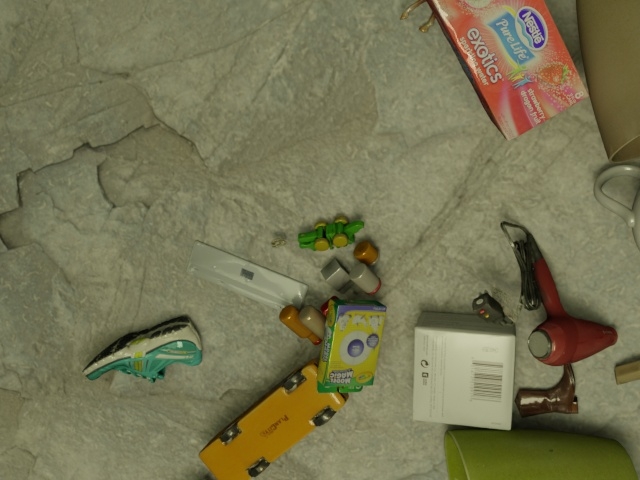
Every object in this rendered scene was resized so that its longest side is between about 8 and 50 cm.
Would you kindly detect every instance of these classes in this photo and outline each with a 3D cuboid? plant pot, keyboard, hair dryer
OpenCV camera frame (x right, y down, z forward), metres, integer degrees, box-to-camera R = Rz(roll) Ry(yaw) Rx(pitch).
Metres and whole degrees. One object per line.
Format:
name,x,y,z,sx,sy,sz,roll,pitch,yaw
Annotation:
plant pot,0.399,0.448,1.291,0.293,0.275,0.275,-11,96,-1
plant pot,0.522,-0.302,1.144,0.256,0.256,0.274,-25,77,17
keyboard,-0.152,0.078,1.480,0.256,0.014,0.072,21,98,10
hair dryer,0.412,0.109,1.268,0.293,0.224,0.080,38,150,-14

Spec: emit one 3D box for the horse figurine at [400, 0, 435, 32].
horse figurine,0.158,-0.485,1.283,0.263,0.066,0.174,33,110,8

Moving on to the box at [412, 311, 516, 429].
box,0.266,0.236,1.342,0.182,0.119,0.181,3,100,14

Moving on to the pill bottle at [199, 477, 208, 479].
pill bottle,-0.200,0.647,1.504,0.160,0.160,0.283,-41,88,16

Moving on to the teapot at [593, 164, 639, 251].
teapot,0.626,-0.064,1.177,0.256,0.187,0.252,37,133,-13

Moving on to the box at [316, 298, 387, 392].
box,0.054,0.199,1.329,0.105,0.043,0.179,4,103,-27

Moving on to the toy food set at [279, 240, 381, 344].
toy food set,0.044,0.118,1.394,0.232,0.111,0.104,-43,122,5

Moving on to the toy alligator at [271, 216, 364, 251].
toy alligator,0.000,0.000,1.410,0.189,0.056,0.051,-13,136,16

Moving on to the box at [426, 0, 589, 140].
box,0.294,-0.337,1.186,0.154,0.142,0.300,-29,110,12

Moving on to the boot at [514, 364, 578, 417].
boot,0.418,0.279,1.357,0.114,0.037,0.106,-6,95,20

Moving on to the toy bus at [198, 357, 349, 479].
toy bus,-0.090,0.363,1.446,0.332,0.130,0.108,-42,86,16

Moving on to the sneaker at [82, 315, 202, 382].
sneaker,-0.375,0.252,1.520,0.275,0.107,0.110,-18,103,16

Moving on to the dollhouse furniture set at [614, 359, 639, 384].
dollhouse furniture set,0.596,0.221,1.314,0.081,0.091,0.114,31,137,-33
